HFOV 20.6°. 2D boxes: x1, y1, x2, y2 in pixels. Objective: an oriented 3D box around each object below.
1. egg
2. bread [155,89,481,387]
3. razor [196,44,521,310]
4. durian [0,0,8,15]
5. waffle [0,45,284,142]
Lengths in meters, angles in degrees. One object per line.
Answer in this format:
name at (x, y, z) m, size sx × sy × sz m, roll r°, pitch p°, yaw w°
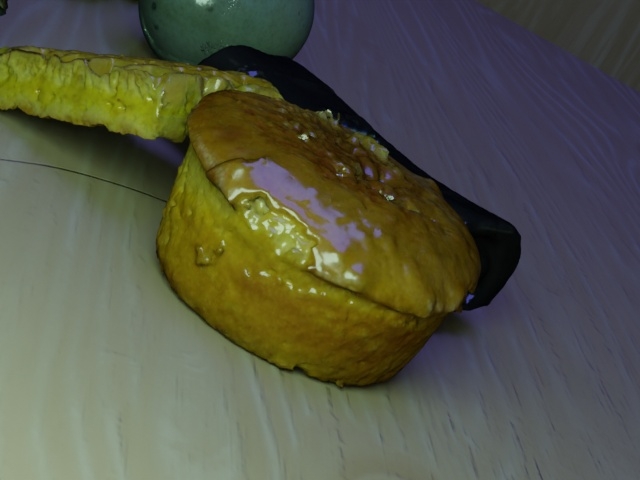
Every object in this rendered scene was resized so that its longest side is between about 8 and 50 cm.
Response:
egg at (-0.097, -0.243, 1.811) m, size 0.169 × 0.169 × 0.236 m, roll 36°, pitch 19°, yaw 17°
bread at (0.000, 0.000, 1.328) m, size 0.268 × 0.145 × 0.268 m, roll 28°, pitch 21°, yaw -12°
razor at (0.021, -0.056, 1.579) m, size 0.327 × 0.107 × 0.189 m, roll 39°, pitch 18°, yaw 31°
durian at (-0.304, -0.240, 1.408) m, size 0.167 × 0.196 × 0.196 m, roll 36°, pitch 17°, yaw 9°
waffle at (-0.147, -0.124, 1.455) m, size 0.229 × 0.057 × 0.219 m, roll 14°, pitch 10°, yaw 35°
